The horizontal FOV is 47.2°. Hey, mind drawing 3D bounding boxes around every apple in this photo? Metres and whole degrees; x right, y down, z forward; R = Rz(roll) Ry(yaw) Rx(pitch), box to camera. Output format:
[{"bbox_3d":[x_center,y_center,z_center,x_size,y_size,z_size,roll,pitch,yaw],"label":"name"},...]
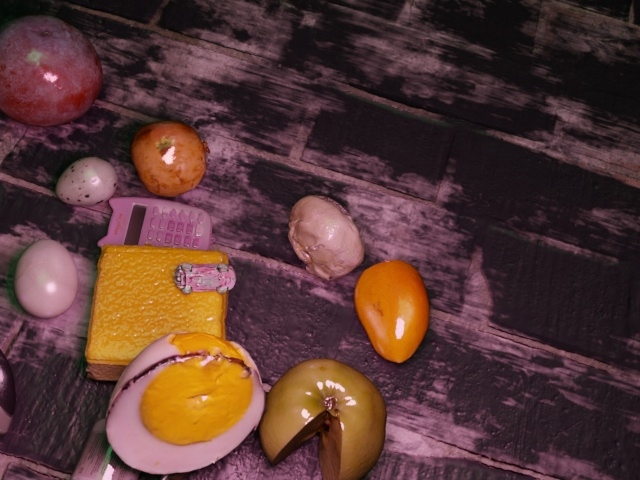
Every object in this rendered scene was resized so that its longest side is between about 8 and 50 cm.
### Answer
[{"bbox_3d":[0.007,0.405,1.630,0.291,0.254,0.292,5,56,-8],"label":"apple"}]

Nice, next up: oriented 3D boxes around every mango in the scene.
[{"bbox_3d":[0.190,0.181,1.848,0.187,0.138,0.257,-17,57,-3],"label":"mango"}]

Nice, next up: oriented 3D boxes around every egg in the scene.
[{"bbox_3d":[-0.620,-0.154,1.940,0.164,0.131,0.131,-13,62,1],"label":"egg"},{"bbox_3d":[-0.298,0.321,1.565,0.337,0.337,0.201,-17,30,-16],"label":"egg"},{"bbox_3d":[-0.666,0.090,1.778,0.151,0.151,0.209,-9,59,-13],"label":"egg"}]

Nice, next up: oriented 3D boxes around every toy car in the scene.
[{"bbox_3d":[-0.270,0.084,1.721,0.142,0.069,0.055,0,23,-8],"label":"toy car"}]

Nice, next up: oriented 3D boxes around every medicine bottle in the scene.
[{"bbox_3d":[-0.462,0.507,1.575,0.135,0.135,0.215,16,60,2],"label":"medicine bottle"}]

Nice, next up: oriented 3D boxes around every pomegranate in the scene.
[{"bbox_3d":[-0.399,-0.229,1.961,0.215,0.215,0.215,3,60,-6],"label":"pomegranate"}]

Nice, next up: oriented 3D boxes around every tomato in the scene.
[{"bbox_3d":[-0.765,-0.465,2.020,0.316,0.283,0.317,10,51,-13],"label":"tomato"}]

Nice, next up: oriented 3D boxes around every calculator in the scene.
[{"bbox_3d":[-0.425,-0.020,1.940,0.294,0.043,0.194,9,59,-6],"label":"calculator"}]

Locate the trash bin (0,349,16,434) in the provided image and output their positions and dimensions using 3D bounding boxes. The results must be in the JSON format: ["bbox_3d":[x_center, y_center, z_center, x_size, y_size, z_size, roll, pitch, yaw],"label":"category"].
[{"bbox_3d":[-0.866,0.357,1.533,0.432,0.280,0.280,-28,68,-18],"label":"trash bin"}]

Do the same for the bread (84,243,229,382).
[{"bbox_3d":[-0.382,0.178,1.771,0.333,0.143,0.324,4,61,-6],"label":"bread"}]

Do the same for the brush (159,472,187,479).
[{"bbox_3d":[-0.354,0.533,1.613,0.084,0.071,0.301,37,63,10],"label":"brush"}]

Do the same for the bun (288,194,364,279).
[{"bbox_3d":[0.000,0.000,1.880,0.141,0.239,0.239,-34,70,-22],"label":"bun"}]
